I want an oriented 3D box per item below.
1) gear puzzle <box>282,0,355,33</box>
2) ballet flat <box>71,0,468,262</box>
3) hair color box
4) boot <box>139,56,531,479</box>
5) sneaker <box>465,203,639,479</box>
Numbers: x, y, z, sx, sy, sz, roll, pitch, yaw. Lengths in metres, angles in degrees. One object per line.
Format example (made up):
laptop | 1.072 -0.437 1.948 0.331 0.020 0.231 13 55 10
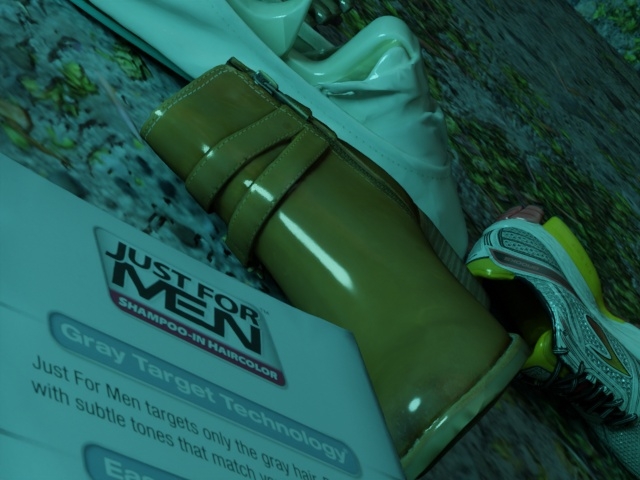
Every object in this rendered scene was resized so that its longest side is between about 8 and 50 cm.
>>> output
gear puzzle | -0.123 -0.282 1.092 0.339 0.044 0.175 43 23 -1
ballet flat | -0.016 -0.125 0.875 0.400 0.139 0.139 39 22 -19
hair color box | -0.042 0.154 0.343 0.185 0.113 0.374 30 27 -37
boot | 0.000 0.000 0.701 0.220 0.109 0.283 44 19 -8
sneaker | 0.177 0.087 0.947 0.225 0.088 0.093 51 48 2
